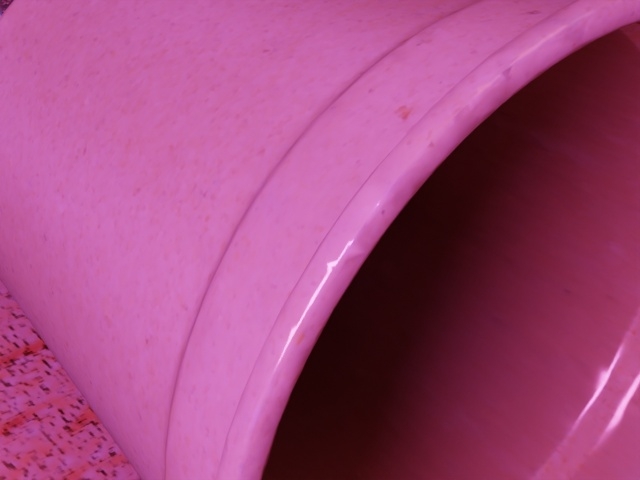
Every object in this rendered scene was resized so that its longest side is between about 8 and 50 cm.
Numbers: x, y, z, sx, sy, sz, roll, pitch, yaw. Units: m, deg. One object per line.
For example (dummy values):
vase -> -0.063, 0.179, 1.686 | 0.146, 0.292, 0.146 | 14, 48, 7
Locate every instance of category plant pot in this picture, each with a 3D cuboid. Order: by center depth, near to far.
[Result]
plant pot -> 0.000, 0.000, 0.604 | 0.334, 0.334, 0.305 | -6, 29, -43

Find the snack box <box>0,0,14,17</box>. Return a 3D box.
snack box -> -0.126, -0.125, 0.784 | 0.322, 0.060, 0.187 | -32, 62, -26
